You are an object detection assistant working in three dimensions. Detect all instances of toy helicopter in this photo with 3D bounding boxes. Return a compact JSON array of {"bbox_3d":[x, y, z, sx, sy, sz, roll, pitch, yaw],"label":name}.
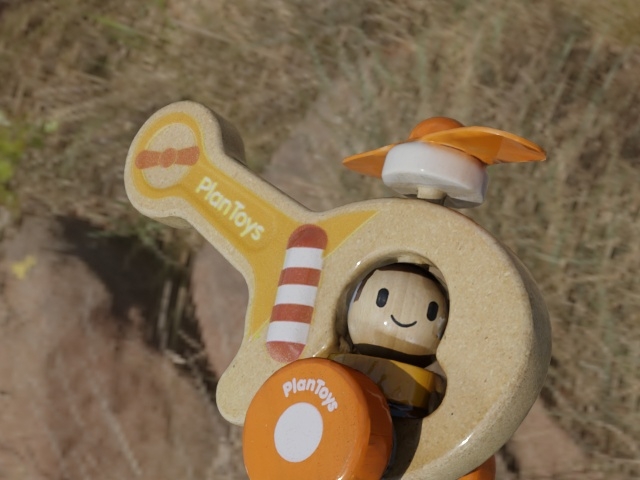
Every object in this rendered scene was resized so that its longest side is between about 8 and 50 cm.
[{"bbox_3d":[0.000,0.000,0.967,0.355,0.140,0.235,39,99,40],"label":"toy helicopter"}]
